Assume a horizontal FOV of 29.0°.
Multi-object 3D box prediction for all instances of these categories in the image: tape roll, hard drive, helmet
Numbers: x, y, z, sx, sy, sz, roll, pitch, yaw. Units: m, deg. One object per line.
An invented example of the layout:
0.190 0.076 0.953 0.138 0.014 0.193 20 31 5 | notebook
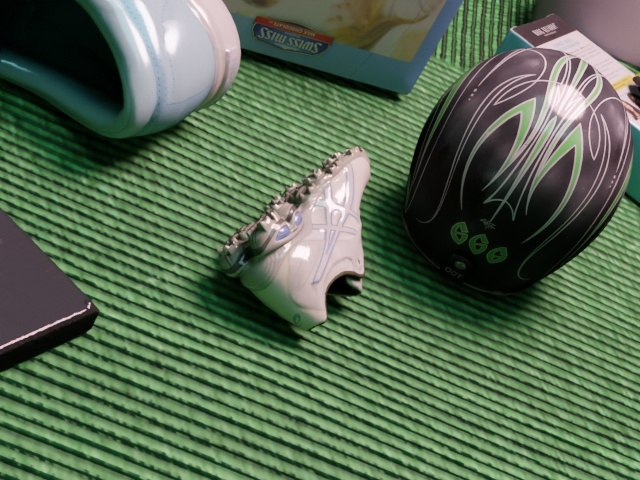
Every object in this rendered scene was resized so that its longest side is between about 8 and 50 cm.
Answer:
0.334 -0.231 1.285 0.219 0.072 0.219 14 20 -5 | tape roll
-0.201 0.014 0.689 0.135 0.022 0.094 43 36 18 | hard drive
0.148 -0.058 0.910 0.169 0.161 0.169 20 36 -15 | helmet

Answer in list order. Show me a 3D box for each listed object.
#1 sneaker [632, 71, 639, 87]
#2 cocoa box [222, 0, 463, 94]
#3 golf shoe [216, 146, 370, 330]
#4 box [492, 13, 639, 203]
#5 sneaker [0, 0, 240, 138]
0.447 -0.149 1.164 0.300 0.121 0.111 9 37 -26 | sneaker
-0.048 -0.306 1.017 0.347 0.231 0.228 12 38 -24 | cocoa box
0.000 0.000 0.835 0.086 0.069 0.176 50 38 -6 | golf shoe
0.276 -0.112 1.159 0.244 0.060 0.100 42 36 16 | box
-0.229 -0.199 0.839 0.366 0.135 0.150 32 32 5 | sneaker
